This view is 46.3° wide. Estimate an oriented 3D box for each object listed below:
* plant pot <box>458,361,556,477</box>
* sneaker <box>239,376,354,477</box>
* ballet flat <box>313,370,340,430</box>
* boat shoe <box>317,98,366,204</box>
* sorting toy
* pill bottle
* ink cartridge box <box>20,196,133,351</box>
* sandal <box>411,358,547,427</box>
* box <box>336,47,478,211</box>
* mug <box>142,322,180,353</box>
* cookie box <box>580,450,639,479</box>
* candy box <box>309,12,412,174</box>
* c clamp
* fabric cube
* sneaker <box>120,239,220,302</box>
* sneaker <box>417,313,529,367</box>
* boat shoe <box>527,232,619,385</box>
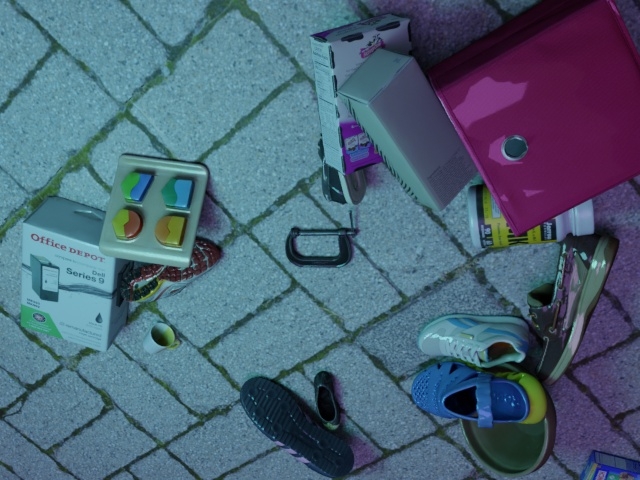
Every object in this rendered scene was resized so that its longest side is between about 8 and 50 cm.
[{"bbox_3d":[0.410,0.365,1.567,0.109,0.237,0.237,-1,133,-36],"label":"plant pot"},{"bbox_3d":[-0.071,0.453,1.777,0.319,0.112,0.131,42,155,1],"label":"sneaker"},{"bbox_3d":[0.010,0.379,1.737,0.057,0.049,0.173,-2,121,16],"label":"ballet flat"},{"bbox_3d":[0.022,-0.175,1.373,0.079,0.084,0.233,10,121,38],"label":"boat shoe"},{"bbox_3d":[-0.333,-0.061,1.487,0.193,0.038,0.208,8,82,8],"label":"sorting toy"},{"bbox_3d":[0.374,-0.051,1.340,0.208,0.119,0.119,-6,120,17],"label":"pill bottle"},{"bbox_3d":[-0.531,0.075,1.634,0.211,0.121,0.289,17,123,2],"label":"ink cartridge box"},{"bbox_3d":[0.291,0.313,1.519,0.317,0.138,0.126,-12,85,54],"label":"sandal"},{"bbox_3d":[0.150,-0.178,1.245,0.113,0.094,0.275,-46,130,-8],"label":"box"},{"bbox_3d":[-0.375,0.237,1.738,0.078,0.062,0.064,44,129,-7],"label":"mug"},{"bbox_3d":[0.652,0.528,1.682,0.107,0.040,0.092,13,124,6],"label":"cookie box"},{"bbox_3d":[0.077,-0.247,1.269,0.159,0.071,0.233,-22,124,-23],"label":"candy box"},{"bbox_3d":[0.000,0.000,1.524,0.160,0.022,0.137,-5,125,15],"label":"c clamp"},{"bbox_3d":[0.338,-0.201,1.136,0.258,0.259,0.254,-28,106,14],"label":"fabric cube"},{"bbox_3d":[-0.315,0.067,1.610,0.225,0.093,0.088,-23,72,12],"label":"sneaker"},{"bbox_3d":[0.310,0.209,1.534,0.228,0.092,0.087,-7,121,19],"label":"sneaker"},{"bbox_3d":[0.459,0.126,1.442,0.123,0.123,0.342,22,126,18],"label":"boat shoe"}]
